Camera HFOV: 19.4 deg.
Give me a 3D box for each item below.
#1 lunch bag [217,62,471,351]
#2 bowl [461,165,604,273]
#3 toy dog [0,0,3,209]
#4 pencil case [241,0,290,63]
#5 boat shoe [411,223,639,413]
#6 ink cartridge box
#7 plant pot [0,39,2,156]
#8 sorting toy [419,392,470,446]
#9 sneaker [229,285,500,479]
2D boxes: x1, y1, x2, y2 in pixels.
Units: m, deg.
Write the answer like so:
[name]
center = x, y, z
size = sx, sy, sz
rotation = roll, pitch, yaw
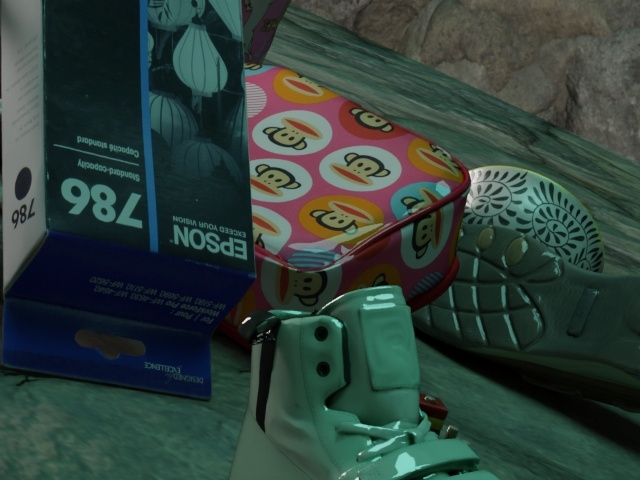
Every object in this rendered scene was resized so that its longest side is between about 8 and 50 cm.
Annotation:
[lunch bag]
center = -0.056, -0.026, 1.458
size = 0.293, 0.120, 0.258
rotation = 30, 39, 33
[bowl]
center = 0.169, 0.023, 1.722
size = 0.170, 0.170, 0.080
rotation = 24, 44, 10
[toy dog]
center = -0.293, -0.153, 1.363
size = 0.220, 0.333, 0.161
rotation = 34, 35, 5
[pencil case]
center = -0.094, -0.215, 1.662
size = 0.160, 0.386, 0.167
rotation = 17, 23, -14
[boat shoe]
center = 0.201, 0.080, 1.609
size = 0.324, 0.123, 0.116
rotation = 19, -24, 32
[ink cartridge box]
center = -0.127, -0.069, 1.238
size = 0.165, 0.332, 0.065
rotation = 12, -26, -37
[plant pot]
center = -0.297, -0.167, 1.623
size = 0.180, 0.201, 0.201
rotation = 34, 8, -18
[sorting toy]
center = 0.037, 0.129, 1.229
size = 0.132, 0.046, 0.274
rotation = 17, 14, -19
[sneaker]
center = 0.044, 0.104, 0.964
size = 0.094, 0.151, 0.256
rotation = -3, 10, -44
